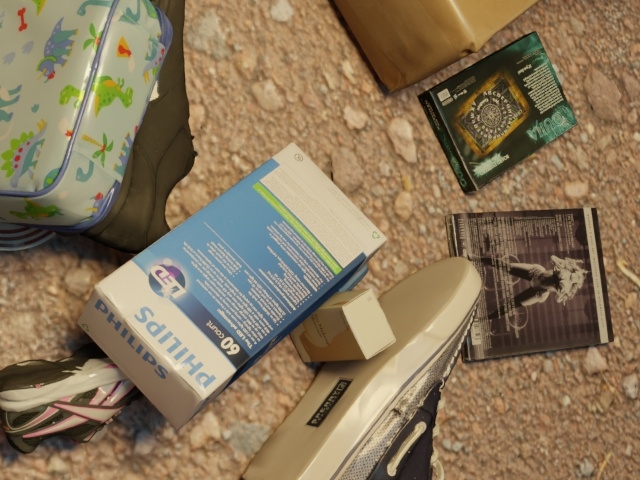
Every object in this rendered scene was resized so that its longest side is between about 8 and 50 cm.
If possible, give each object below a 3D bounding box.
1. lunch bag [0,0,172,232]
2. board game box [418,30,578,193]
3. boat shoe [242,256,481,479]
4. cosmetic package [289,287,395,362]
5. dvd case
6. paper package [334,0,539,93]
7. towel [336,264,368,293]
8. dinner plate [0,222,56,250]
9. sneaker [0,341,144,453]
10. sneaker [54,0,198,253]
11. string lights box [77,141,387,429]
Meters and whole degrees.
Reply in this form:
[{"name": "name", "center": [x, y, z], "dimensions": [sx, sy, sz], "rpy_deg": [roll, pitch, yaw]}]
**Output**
[{"name": "lunch bag", "center": [-0.231, -0.121, 0.963], "dimensions": [0.090, 0.176, 0.218], "rpy_deg": [42, 57, -56]}, {"name": "board game box", "center": [0.208, -0.149, 1.338], "dimensions": [0.186, 0.026, 0.126], "rpy_deg": [-31, 100, -31]}, {"name": "boat shoe", "center": [0.075, 0.183, 1.168], "dimensions": [0.340, 0.127, 0.158], "rpy_deg": [-48, 115, -19]}, {"name": "cosmetic package", "center": [0.016, 0.084, 1.136], "dimensions": [0.041, 0.115, 0.060], "rpy_deg": [-30, 99, -32]}, {"name": "dvd case", "center": [0.244, 0.046, 1.339], "dimensions": [0.221, 0.018, 0.164], "rpy_deg": [-3, 84, -31]}, {"name": "paper package", "center": [0.126, -0.381, 1.238], "dimensions": [0.309, 0.168, 0.324], "rpy_deg": [-39, 103, -31]}, {"name": "towel", "center": [0.000, 0.000, 1.189], "dimensions": [0.067, 0.029, 0.119], "rpy_deg": [-43, 106, -29]}, {"name": "dinner plate", "center": [-0.281, -0.060, 1.032], "dimensions": [0.141, 0.017, 0.141], "rpy_deg": [5, 80, -31]}, {"name": "sneaker", "center": [-0.205, 0.139, 1.033], "dimensions": [0.178, 0.072, 0.077], "rpy_deg": [-9, 110, -33]}, {"name": "sneaker", "center": [-0.169, -0.120, 1.069], "dimensions": [0.130, 0.109, 0.286], "rpy_deg": [32, 64, -46]}, {"name": "string lights box", "center": [-0.074, 0.034, 1.046], "dimensions": [0.133, 0.076, 0.260], "rpy_deg": [46, 53, 6]}]
